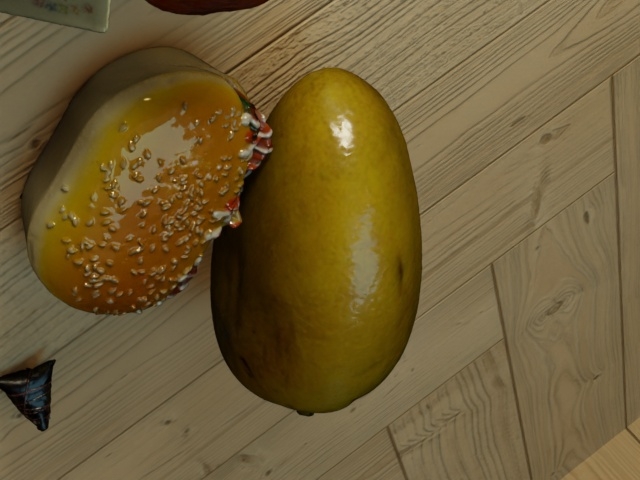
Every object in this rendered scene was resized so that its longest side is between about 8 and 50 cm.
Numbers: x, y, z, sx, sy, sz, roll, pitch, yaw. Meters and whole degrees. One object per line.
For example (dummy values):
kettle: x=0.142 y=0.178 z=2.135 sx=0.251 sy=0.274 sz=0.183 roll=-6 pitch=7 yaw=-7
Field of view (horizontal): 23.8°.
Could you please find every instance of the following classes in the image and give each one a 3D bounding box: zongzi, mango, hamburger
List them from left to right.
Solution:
zongzi: x=-0.335 y=0.169 z=1.783 sx=0.073 sy=0.067 sz=0.083 roll=-33 pitch=131 yaw=-2
hamburger: x=-0.184 y=-0.057 z=1.579 sx=0.227 sy=0.151 sz=0.295 roll=6 pitch=127 yaw=-48
mango: x=0.000 y=0.000 z=1.717 sx=0.220 sy=0.301 sz=0.445 roll=-5 pitch=129 yaw=-21

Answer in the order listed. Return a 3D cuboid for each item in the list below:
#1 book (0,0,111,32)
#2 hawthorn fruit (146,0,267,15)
book: x=-0.255 y=-0.303 z=1.185 sx=0.207 sy=0.020 sz=0.295 roll=11 pitch=133 yaw=-3
hawthorn fruit: x=-0.111 y=-0.289 z=1.335 sx=0.210 sy=0.210 sz=0.262 roll=-31 pitch=167 yaw=-17
